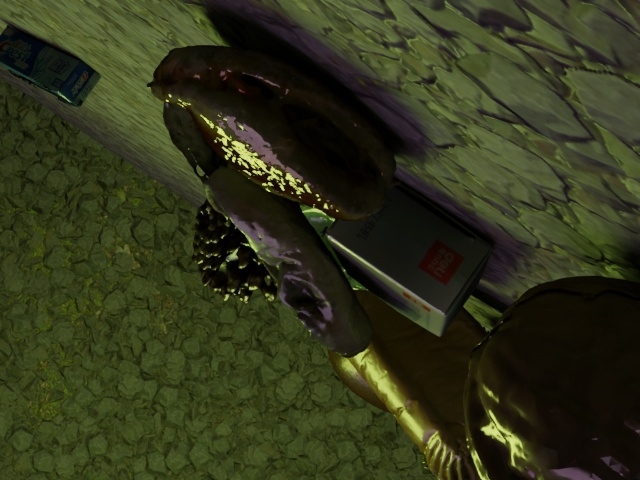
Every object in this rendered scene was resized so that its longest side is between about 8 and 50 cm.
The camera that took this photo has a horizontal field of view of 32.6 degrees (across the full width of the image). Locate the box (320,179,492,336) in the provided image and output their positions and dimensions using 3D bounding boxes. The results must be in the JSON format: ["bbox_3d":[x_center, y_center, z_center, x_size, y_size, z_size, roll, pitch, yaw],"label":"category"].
[{"bbox_3d":[0.086,0.019,1.070,0.135,0.079,0.269,34,175,9],"label":"box"}]

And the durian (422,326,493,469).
[{"bbox_3d":[0.206,0.214,1.434,0.200,0.176,0.237,27,-157,-24],"label":"durian"}]

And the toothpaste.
[{"bbox_3d":[-0.446,-0.280,1.744,0.272,0.066,0.053,28,173,46],"label":"toothpaste"}]

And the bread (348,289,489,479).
[{"bbox_3d":[0.127,0.144,1.299,0.288,0.152,0.119,50,173,25],"label":"bread"}]

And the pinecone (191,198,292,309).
[{"bbox_3d":[-0.086,0.007,1.598,0.204,0.179,0.184,17,-152,-34],"label":"pinecone"}]

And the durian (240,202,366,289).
[{"bbox_3d":[0.000,0.000,1.318,0.215,0.100,0.086,18,163,38],"label":"durian"}]

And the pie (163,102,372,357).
[{"bbox_3d":[-0.045,-0.015,1.141,0.337,0.075,0.337,53,-177,-4],"label":"pie"}]

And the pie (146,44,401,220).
[{"bbox_3d":[-0.035,-0.084,0.840,0.205,0.084,0.179,33,176,-27],"label":"pie"}]

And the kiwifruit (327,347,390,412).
[{"bbox_3d":[0.128,0.192,1.831,0.234,0.196,0.196,34,176,-25],"label":"kiwifruit"}]

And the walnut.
[{"bbox_3d":[0.204,0.126,0.719,0.245,0.198,0.198,27,172,31],"label":"walnut"}]
